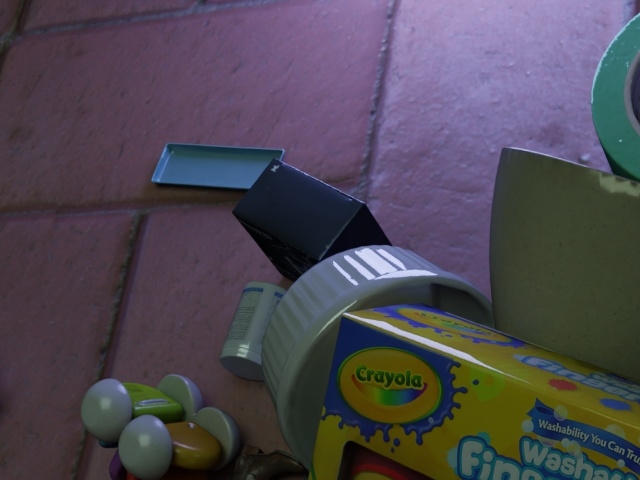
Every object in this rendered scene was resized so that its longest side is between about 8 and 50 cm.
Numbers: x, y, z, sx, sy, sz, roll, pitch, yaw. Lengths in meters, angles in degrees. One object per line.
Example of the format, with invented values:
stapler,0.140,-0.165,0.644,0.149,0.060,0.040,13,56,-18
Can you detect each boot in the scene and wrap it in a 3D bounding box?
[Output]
boot,-0.074,0.299,1.801,0.106,0.037,0.114,2,55,42

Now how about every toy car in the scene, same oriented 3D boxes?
toy car,-0.198,0.246,1.847,0.182,0.159,0.136,36,114,38

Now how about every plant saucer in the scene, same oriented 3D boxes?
plant saucer,-0.139,-0.098,2.115,0.192,0.018,0.067,5,61,27

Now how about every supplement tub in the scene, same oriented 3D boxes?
supplement tub,-0.076,0.111,1.909,0.071,0.071,0.107,5,61,28

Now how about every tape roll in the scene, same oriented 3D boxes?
tape roll,0.484,-0.167,1.828,0.321,0.077,0.321,-13,53,18

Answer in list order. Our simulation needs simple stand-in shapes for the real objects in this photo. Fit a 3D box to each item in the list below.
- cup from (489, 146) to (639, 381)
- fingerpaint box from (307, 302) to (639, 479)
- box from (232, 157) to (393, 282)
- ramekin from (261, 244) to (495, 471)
cup,0.310,0.063,1.632,0.331,0.331,0.237,21,93,34
fingerpaint box,0.198,0.300,1.476,0.444,0.163,0.371,20,104,34
box,0.000,0.000,1.891,0.156,0.158,0.093,28,73,37
ramekin,0.059,0.129,1.719,0.273,0.273,0.127,-39,38,-3
